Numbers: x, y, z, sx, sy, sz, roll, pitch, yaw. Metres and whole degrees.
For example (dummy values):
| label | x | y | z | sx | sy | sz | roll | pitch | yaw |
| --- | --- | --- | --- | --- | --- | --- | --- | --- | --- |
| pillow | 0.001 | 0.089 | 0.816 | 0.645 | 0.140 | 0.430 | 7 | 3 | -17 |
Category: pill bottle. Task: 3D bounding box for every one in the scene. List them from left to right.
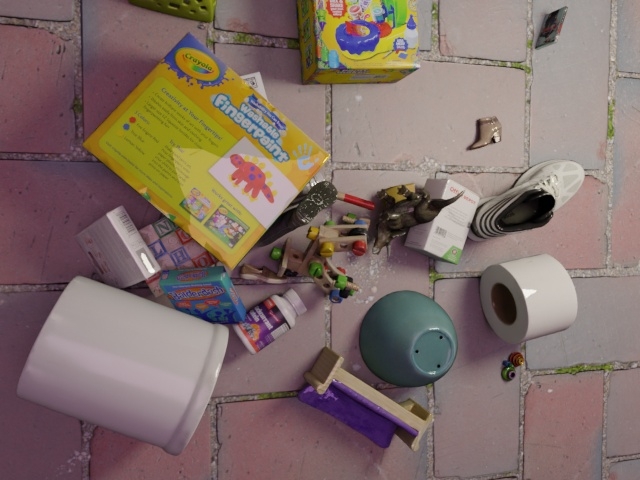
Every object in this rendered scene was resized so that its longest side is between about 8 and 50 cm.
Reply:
| label | x | y | z | sx | sy | sz | roll | pitch | yaw |
| --- | --- | --- | --- | --- | --- | --- | --- | --- | --- |
| pill bottle | -0.138 | 0.218 | 1.518 | 0.194 | 0.108 | 0.108 | -35 | 101 | -12 |
| pill bottle | -0.059 | -0.144 | 1.540 | 0.137 | 0.078 | 0.078 | -21 | 98 | -14 |

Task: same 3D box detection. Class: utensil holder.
| label | x | y | z | sx | sy | sz | roll | pitch | yaw |
| --- | --- | --- | --- | --- | --- | --- | --- | --- | --- |
| utensil holder | -0.461 | 0.291 | 1.323 | 0.386 | 0.328 | 0.327 | 25 | 86 | -14 |

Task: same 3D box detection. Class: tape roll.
| label | x | y | z | sx | sy | sz | roll | pitch | yaw |
| --- | --- | --- | --- | --- | --- | --- | --- | --- | --- |
| tape roll | 0.619 | 0.174 | 1.659 | 0.169 | 0.246 | 0.245 | -10 | 95 | -15 |

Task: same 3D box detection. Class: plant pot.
| label | x | y | z | sx | sy | sz | roll | pitch | yaw |
| --- | --- | --- | --- | --- | --- | --- | --- | --- | --- |
| plant pot | -0.354 | -0.704 | 1.366 | 0.227 | 0.207 | 0.228 | 8 | 91 | -16 |
| plant pot | 0.228 | -0.125 | 1.623 | 0.083 | 0.081 | 0.081 | -3 | 94 | -6 |
| plant pot | 0.281 | 0.300 | 1.595 | 0.291 | 0.195 | 0.289 | -1 | 92 | -15 |

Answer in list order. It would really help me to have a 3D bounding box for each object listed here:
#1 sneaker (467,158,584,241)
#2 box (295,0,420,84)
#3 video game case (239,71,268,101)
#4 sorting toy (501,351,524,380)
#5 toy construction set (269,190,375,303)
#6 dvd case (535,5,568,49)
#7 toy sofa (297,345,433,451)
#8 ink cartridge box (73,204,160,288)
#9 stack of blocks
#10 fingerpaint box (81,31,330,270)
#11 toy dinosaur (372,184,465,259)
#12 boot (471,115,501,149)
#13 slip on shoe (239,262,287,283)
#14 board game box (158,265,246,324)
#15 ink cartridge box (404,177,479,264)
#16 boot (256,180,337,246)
| label | x | y | z | sx | sy | sz | roll | pitch | yaw |
| --- | --- | --- | --- | --- | --- | --- | --- | --- | --- |
| sneaker | 0.673 | -0.117 | 1.653 | 0.448 | 0.257 | 0.169 | -28 | 99 | -13 |
| box | 0.097 | -0.589 | 1.513 | 0.290 | 0.177 | 0.278 | -6 | 93 | -15 |
| video game case | -0.260 | -0.301 | 1.484 | 0.270 | 0.061 | 0.244 | -17 | 95 | -14 |
| sorting toy | 0.623 | 0.408 | 1.775 | 0.061 | 0.042 | 0.101 | 25 | 86 | -15 |
| toy construction set | 0.000 | 0.000 | 1.510 | 0.237 | 0.257 | 0.308 | 19 | 67 | -4 |
| dvd case | 0.726 | -0.667 | 1.731 | 0.013 | 0.087 | 0.119 | 18 | 88 | -19 |
| toy sofa | 0.124 | 0.475 | 1.583 | 0.363 | 0.150 | 0.177 | 35 | 82 | -14 |
| ink cartridge box | -0.509 | 0.028 | 1.372 | 0.056 | 0.225 | 0.180 | -37 | 102 | -41 |
| stack of blocks | -0.347 | 0.000 | 1.460 | 0.297 | 0.087 | 0.171 | -30 | 100 | -12 |
| fingerpaint box | -0.267 | -0.206 | 1.351 | 0.445 | 0.163 | 0.371 | 40 | 83 | -5 |
| toy dinosaur | 0.252 | -0.084 | 1.533 | 0.314 | 0.160 | 0.120 | -30 | 57 | 17 |
| boot | 0.510 | -0.338 | 1.714 | 0.119 | 0.042 | 0.086 | -18 | 91 | -15 |
| slip on shoe | -0.157 | 0.092 | 1.539 | 0.136 | 0.051 | 0.041 | 9 | 93 | -8 |
| board game box | -0.295 | 0.147 | 1.406 | 0.160 | 0.210 | 0.047 | -5 | 51 | 9 |
| ink cartridge box | 0.362 | -0.058 | 1.633 | 0.160 | 0.093 | 0.219 | 22 | 85 | -36 |
| boot | -0.068 | -0.067 | 1.482 | 0.076 | 0.208 | 0.190 | 52 | 51 | -3 |
